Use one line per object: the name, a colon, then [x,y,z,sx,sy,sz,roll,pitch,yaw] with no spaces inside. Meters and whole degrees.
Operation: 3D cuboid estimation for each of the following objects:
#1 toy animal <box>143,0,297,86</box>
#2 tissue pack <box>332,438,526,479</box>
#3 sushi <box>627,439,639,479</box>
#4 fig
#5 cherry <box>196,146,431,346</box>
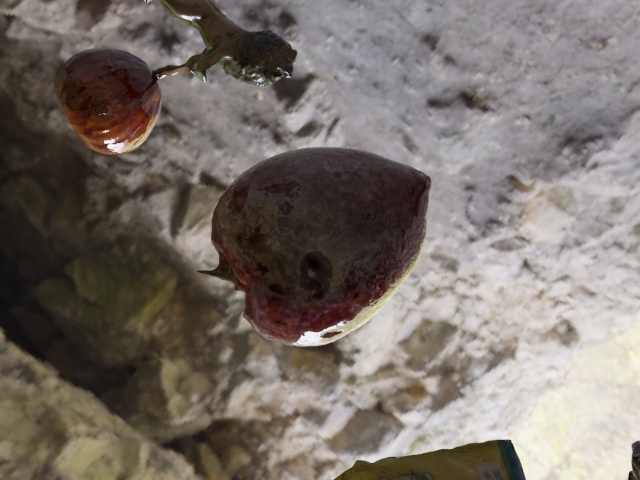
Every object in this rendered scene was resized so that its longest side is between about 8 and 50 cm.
toy animal: [-0.128,-0.216,1.036,0.219,0.086,0.069,31,174,2]
tissue pack: [0.053,0.274,0.563,0.192,0.134,0.271,127,137,-52]
sushi: [0.290,0.258,0.822,0.147,0.212,0.115,41,-164,9]
fig: [-0.235,-0.170,1.109,0.128,0.128,0.150,39,112,5]
cherry: [0.000,0.000,1.174,0.230,0.300,0.203,63,-177,8]
